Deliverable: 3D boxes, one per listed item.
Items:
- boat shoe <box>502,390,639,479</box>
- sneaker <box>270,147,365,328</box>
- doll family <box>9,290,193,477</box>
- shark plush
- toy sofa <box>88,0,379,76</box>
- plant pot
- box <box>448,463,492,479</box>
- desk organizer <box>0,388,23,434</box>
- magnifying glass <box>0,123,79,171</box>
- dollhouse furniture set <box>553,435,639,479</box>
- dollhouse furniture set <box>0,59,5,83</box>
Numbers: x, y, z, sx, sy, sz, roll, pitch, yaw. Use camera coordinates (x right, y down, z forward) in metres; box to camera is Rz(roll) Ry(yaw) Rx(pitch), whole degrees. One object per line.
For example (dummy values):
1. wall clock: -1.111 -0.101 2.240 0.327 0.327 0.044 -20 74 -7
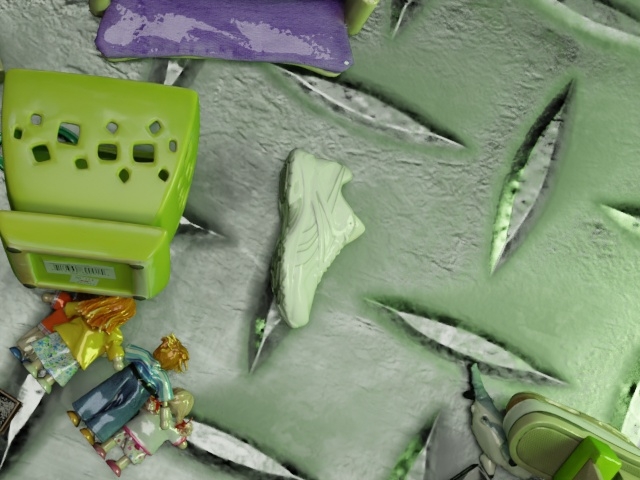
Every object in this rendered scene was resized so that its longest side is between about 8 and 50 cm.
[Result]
1. boat shoe: 0.364 0.284 1.900 0.302 0.103 0.113 35 111 -18
2. sneaker: 0.000 0.000 1.903 0.115 0.090 0.232 8 82 -11
3. doll family: -0.251 0.157 1.824 0.163 0.118 0.263 -40 89 -12
4. shark plush: 0.228 0.240 1.937 0.067 0.073 0.161 -18 63 -30
5. toy sofa: -0.113 -0.322 1.898 0.362 0.150 0.177 4 80 -8
6. plant pot: -0.267 -0.056 1.756 0.228 0.227 0.207 7 71 -4
7. box: 0.172 0.411 1.892 0.190 0.045 0.184 -31 90 -13
8. desk organizer: -0.433 0.183 1.827 0.130 0.050 0.047 33 78 -3
9. magnifying glass: -0.409 -0.117 1.889 0.230 0.026 0.092 14 80 -9
10. dollhouse furniture set: 0.411 0.401 1.816 0.301 0.151 0.198 27 112 -16
11. dollhouse furniture set: -0.518 -0.265 1.702 0.256 0.394 0.362 -20 86 -11
